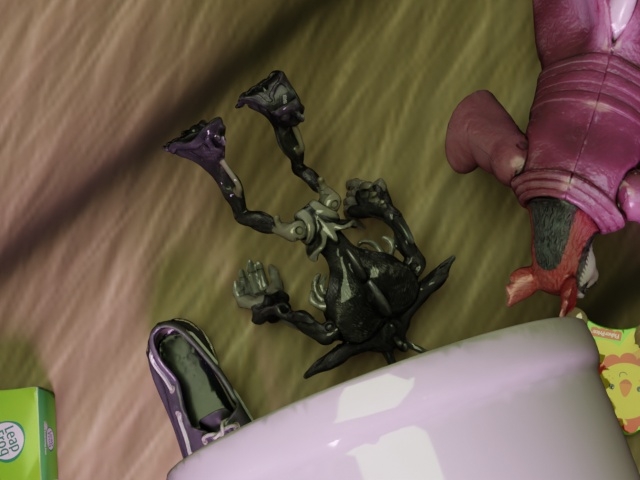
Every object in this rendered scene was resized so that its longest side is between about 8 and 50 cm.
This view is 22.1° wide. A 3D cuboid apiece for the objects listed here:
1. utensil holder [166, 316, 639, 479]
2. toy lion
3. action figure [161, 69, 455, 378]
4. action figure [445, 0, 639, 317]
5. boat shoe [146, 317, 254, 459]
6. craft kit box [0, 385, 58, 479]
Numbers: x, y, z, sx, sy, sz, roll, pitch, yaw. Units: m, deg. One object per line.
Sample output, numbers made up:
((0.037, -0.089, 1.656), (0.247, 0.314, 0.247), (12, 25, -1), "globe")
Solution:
((0.108, 0.289, 1.152), (0.327, 0.327, 0.385), (-22, 78, 3), "utensil holder")
((0.238, 0.109, 1.343), (0.100, 0.034, 0.096), (11, 87, 11), "toy lion")
((0.000, 0.000, 1.353), (0.164, 0.141, 0.276), (-36, 101, -9), "action figure")
((0.232, -0.109, 1.281), (0.248, 0.276, 0.370), (15, 66, 6), "action figure")
((-0.091, 0.158, 1.363), (0.075, 0.065, 0.206), (-27, 75, 2), "boat shoe")
((-0.342, 0.259, 1.386), (0.246, 0.061, 0.250), (-6, 77, 5), "craft kit box")
